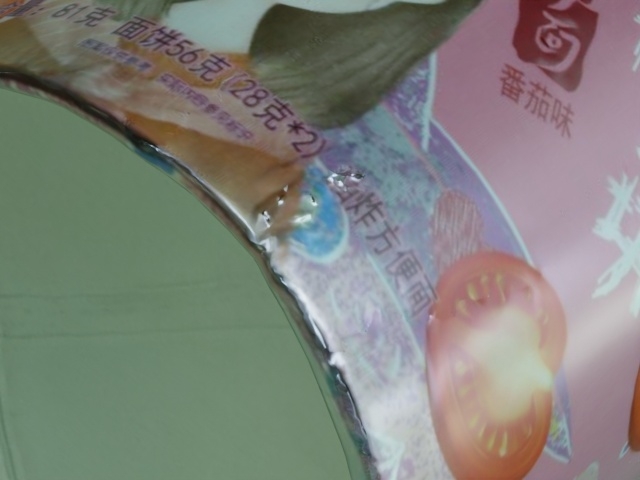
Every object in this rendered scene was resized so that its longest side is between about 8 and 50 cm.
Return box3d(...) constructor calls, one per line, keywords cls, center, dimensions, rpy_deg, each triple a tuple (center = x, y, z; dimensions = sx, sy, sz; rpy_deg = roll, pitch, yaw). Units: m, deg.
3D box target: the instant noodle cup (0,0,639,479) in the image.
box3d(cls="instant noodle cup", center=(0.000, 0.000, 0.532), dimensions=(0.231, 0.243, 0.243), rpy_deg=(-36, 130, -47))
